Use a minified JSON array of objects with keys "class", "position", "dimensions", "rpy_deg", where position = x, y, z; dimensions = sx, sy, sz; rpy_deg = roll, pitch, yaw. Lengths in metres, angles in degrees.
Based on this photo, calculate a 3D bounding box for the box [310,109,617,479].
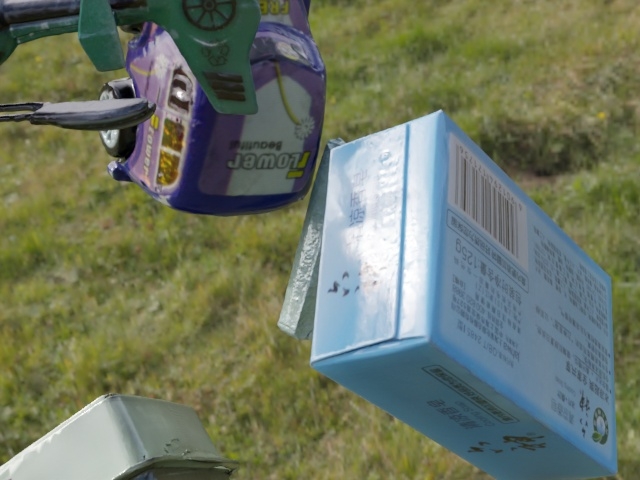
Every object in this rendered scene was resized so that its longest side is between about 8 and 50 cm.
[{"class":"box","position":[0.096,0.046,0.675],"dimensions":[0.083,0.232,0.142],"rpy_deg":[-16,55,32]}]

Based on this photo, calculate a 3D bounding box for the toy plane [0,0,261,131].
[{"class":"toy plane","position":[-0.225,-0.126,0.662],"dimensions":[0.382,0.155,0.106],"rpy_deg":[-6,31,5]}]

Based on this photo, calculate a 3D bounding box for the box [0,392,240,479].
[{"class":"box","position":[-0.237,0.296,1.180],"dimensions":[0.291,0.220,0.166],"rpy_deg":[-35,67,13]}]

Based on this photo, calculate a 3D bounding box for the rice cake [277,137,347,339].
[{"class":"rice cake","position":[0.001,0.000,0.924],"dimensions":[0.029,0.170,0.033],"rpy_deg":[9,11,-40]}]

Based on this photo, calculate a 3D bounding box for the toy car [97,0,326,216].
[{"class":"toy car","position":[-0.074,-0.133,0.919],"dimensions":[0.172,0.235,0.158],"rpy_deg":[-6,30,-30]}]
